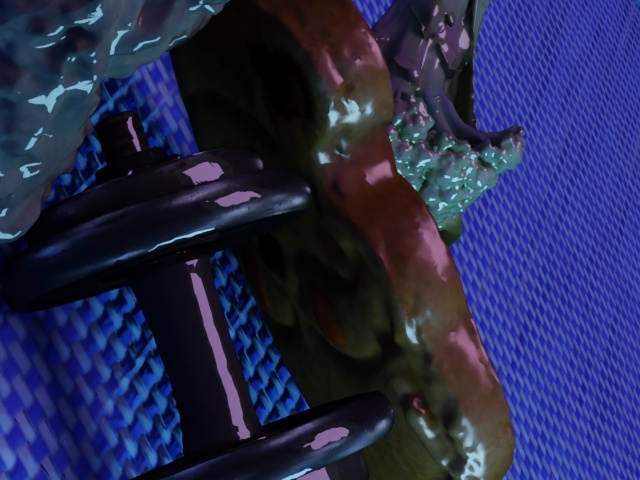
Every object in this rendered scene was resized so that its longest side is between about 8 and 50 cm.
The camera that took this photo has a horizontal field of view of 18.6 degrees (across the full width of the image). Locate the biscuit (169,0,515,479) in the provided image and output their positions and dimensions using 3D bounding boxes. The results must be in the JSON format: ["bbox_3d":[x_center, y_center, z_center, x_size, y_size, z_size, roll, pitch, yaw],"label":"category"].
[{"bbox_3d":[-0.001,0.000,1.292,0.455,0.078,0.350,69,-12,-17],"label":"biscuit"}]

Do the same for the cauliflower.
[{"bbox_3d":[0.059,-0.121,1.527,0.315,0.239,0.256,-59,171,-15],"label":"cauliflower"}]

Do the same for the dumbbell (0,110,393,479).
[{"bbox_3d":[-0.071,0.064,1.123,0.192,0.192,0.290,-14,84,-69],"label":"dumbbell"}]

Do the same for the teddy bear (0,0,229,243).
[{"bbox_3d":[-0.181,-0.232,1.020,0.367,0.357,0.224,45,-9,0],"label":"teddy bear"}]
